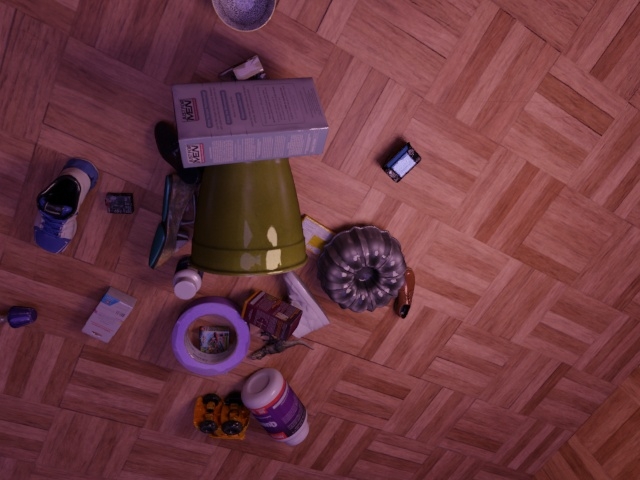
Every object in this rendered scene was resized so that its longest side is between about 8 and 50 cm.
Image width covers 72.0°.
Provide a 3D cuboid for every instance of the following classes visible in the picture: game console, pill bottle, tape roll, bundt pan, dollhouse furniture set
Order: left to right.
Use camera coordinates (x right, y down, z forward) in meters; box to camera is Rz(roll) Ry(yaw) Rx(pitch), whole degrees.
[{"bbox_3d":[-0.446,0.125,1.484,0.094,0.169,0.094,-4,116,-8],"label":"pill bottle"},{"bbox_3d":[-0.395,0.346,1.605,0.275,0.090,0.274,-2,99,-10],"label":"tape roll"},{"bbox_3d":[-0.207,-0.436,1.250,0.129,0.183,0.129,-25,116,4],"label":"dollhouse furniture set"},{"bbox_3d":[-0.172,0.683,1.786,0.182,0.181,0.323,-27,116,4],"label":"pill bottle"},{"bbox_3d":[0.155,0.119,1.547,0.331,0.124,0.330,-4,116,-8],"label":"bundt pan"},{"bbox_3d":[0.274,-0.258,1.474,0.122,0.071,0.107,-44,114,12],"label":"game console"}]

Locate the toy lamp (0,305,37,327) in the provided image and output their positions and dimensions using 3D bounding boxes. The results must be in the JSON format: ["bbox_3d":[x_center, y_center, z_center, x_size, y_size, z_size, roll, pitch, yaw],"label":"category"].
[{"bbox_3d":[-1.118,0.269,1.497,0.275,0.080,0.080,-6,116,-7],"label":"toy lamp"}]

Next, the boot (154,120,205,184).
[{"bbox_3d":[-0.429,-0.264,1.366,0.082,0.106,0.219,-31,88,11],"label":"boot"}]

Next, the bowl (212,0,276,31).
[{"bbox_3d":[-0.208,-0.662,1.201,0.170,0.080,0.170,-4,116,-7],"label":"bowl"}]

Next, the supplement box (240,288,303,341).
[{"bbox_3d":[-0.172,0.263,1.563,0.188,0.104,0.080,25,118,12],"label":"supplement box"}]

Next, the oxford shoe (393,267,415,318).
[{"bbox_3d":[0.334,0.207,1.703,0.076,0.076,0.212,-1,113,-7],"label":"oxford shoe"}]

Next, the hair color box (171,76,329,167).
[{"bbox_3d":[-0.185,-0.315,1.159,0.375,0.185,0.113,-8,154,-15],"label":"hair color box"}]

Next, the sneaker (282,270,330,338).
[{"bbox_3d":[-0.100,0.247,1.634,0.169,0.108,0.292,-30,117,2],"label":"sneaker"}]

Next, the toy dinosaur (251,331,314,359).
[{"bbox_3d":[-0.166,0.396,1.700,0.268,0.064,0.118,-16,121,23],"label":"toy dinosaur"}]

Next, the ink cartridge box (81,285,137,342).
[{"bbox_3d":[-0.749,0.264,1.562,0.104,0.061,0.181,34,105,-21],"label":"ink cartridge box"}]

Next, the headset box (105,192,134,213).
[{"bbox_3d":[-0.647,-0.119,1.413,0.083,0.032,0.062,1,114,-9],"label":"headset box"}]

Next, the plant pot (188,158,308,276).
[{"bbox_3d":[-0.216,-0.113,1.337,0.367,0.366,0.352,0,103,-9],"label":"plant pot"}]

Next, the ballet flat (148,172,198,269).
[{"bbox_3d":[-0.473,-0.050,1.436,0.123,0.123,0.348,14,112,-15],"label":"ballet flat"}]

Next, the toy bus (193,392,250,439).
[{"bbox_3d":[-0.405,0.747,1.815,0.220,0.149,0.211,5,130,-9],"label":"toy bus"}]

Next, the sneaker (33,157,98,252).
[{"bbox_3d":[-0.794,-0.091,1.320,0.127,0.182,0.315,28,108,-18],"label":"sneaker"}]

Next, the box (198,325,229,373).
[{"bbox_3d":[-0.412,0.427,1.707,0.114,0.036,0.207,2,115,-10],"label":"box"}]

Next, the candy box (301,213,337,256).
[{"bbox_3d":[0.000,0.000,1.577,0.206,0.027,0.105,32,104,-22],"label":"candy box"}]
